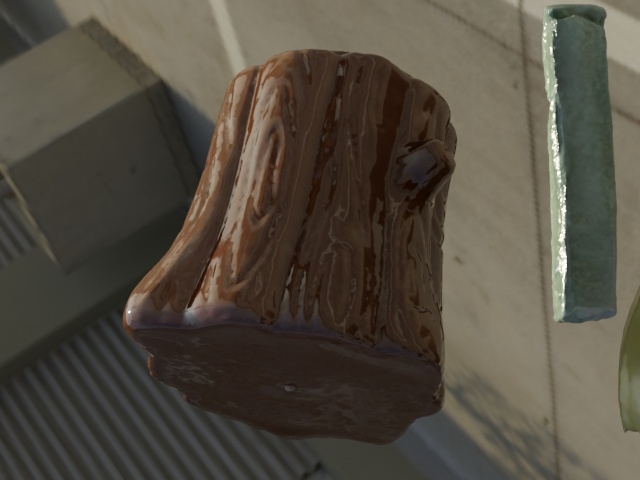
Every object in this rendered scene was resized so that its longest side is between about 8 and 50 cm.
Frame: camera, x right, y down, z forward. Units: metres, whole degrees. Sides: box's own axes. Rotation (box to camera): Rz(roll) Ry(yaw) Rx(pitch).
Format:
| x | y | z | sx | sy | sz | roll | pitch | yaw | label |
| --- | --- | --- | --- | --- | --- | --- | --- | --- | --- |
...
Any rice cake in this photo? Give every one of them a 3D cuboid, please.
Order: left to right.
| x | y | z | sx | sy | sz | roll | pitch | yaw | label |
| --- | --- | --- | --- | --- | --- | --- | --- | --- | --- |
| 0.266 | -0.084 | 1.087 | 0.063 | 0.066 | 0.336 | 130 | 141 | -81 | rice cake |

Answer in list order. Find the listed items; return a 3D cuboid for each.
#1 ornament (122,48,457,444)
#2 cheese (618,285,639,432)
| x | y | z | sx | sy | sz | roll | pitch | yaw | label |
| --- | --- | --- | --- | --- | --- | --- | --- | --- | --- |
| 0.000 | 0.000 | 0.723 | 0.235 | 0.218 | 0.221 | 28 | 148 | -31 | ornament |
| 0.340 | 0.010 | 0.640 | 0.259 | 0.316 | 0.128 | 17 | -167 | -17 | cheese |
